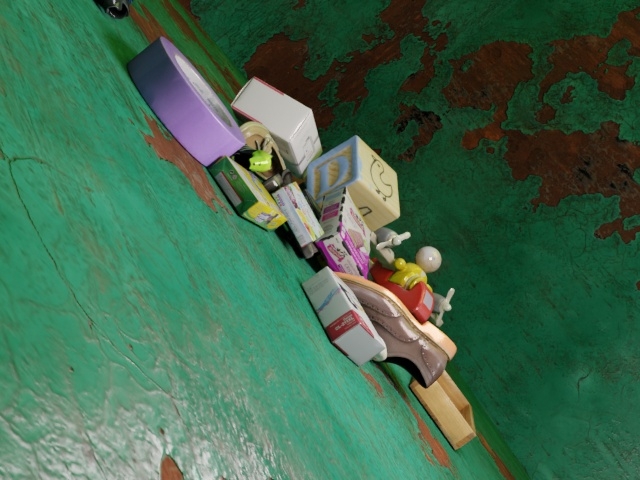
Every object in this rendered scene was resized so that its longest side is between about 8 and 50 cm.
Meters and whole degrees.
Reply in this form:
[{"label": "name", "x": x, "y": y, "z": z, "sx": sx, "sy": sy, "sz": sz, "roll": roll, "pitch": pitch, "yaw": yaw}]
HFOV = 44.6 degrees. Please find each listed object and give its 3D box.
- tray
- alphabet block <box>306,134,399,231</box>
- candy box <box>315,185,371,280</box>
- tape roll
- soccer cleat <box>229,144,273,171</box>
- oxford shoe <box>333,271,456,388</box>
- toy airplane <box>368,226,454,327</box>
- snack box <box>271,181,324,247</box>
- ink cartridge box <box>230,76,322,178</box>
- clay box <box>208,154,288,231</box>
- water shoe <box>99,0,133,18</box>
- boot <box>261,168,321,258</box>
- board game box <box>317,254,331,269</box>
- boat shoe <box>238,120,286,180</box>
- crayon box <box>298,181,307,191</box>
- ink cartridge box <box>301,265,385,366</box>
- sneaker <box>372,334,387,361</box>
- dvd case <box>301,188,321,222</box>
[{"label": "tray", "x": 0.346, "y": 0.445, "z": 2.214, "sx": 0.203, "sy": 0.076, "sz": 0.411, "roll": 54, "pitch": 6, "yaw": 7}, {"label": "alphabet block", "x": 0.092, "y": -0.144, "z": 2.244, "sx": 0.197, "sy": 0.193, "sz": 0.192, "roll": 38, "pitch": 38, "yaw": -36}, {"label": "candy box", "x": 0.062, "y": -0.009, "z": 1.972, "sx": 0.159, "sy": 0.071, "sz": 0.233, "roll": 59, "pitch": 21, "yaw": -27}, {"label": "tape roll", "x": -0.272, "y": -0.282, "z": 1.606, "sx": 0.275, "sy": 0.090, "sz": 0.275, "roll": 51, "pitch": 7, "yaw": -9}, {"label": "soccer cleat", "x": -0.178, "y": -0.185, "z": 1.741, "sx": 0.072, "sy": 0.060, "sz": 0.179, "roll": -5, "pitch": 14, "yaw": -38}, {"label": "oxford shoe", "x": 0.142, "y": 0.205, "z": 1.826, "sx": 0.363, "sy": 0.133, "sz": 0.130, "roll": 34, "pitch": -22, "yaw": 1}, {"label": "toy airplane", "x": 0.268, "y": 0.110, "z": 2.535, "sx": 0.384, "sy": 0.272, "sz": 0.386, "roll": 55, "pitch": 7, "yaw": 19}, {"label": "snack box", "x": -0.051, "y": -0.061, "z": 1.802, "sx": 0.141, "sy": 0.037, "sz": 0.100, "roll": 61, "pitch": 18, "yaw": -3}, {"label": "ink cartridge box", "x": -0.120, "y": -0.316, "z": 2.239, "sx": 0.207, "sy": 0.117, "sz": 0.283, "roll": 32, "pitch": -11, "yaw": 14}, {"label": "clay box", "x": -0.146, "y": -0.092, "z": 1.656, "sx": 0.127, "sy": 0.053, "sz": 0.222, "roll": 54, "pitch": 5, "yaw": 17}, {"label": "water shoe", "x": -0.466, "y": -0.539, "z": 1.770, "sx": 0.203, "sy": 0.072, "sz": 0.080, "roll": -88, "pitch": 167, "yaw": -80}, {"label": "boot", "x": -0.069, "y": -0.057, "z": 1.952, "sx": 0.229, "sy": 0.091, "sz": 0.263, "roll": 58, "pitch": 10, "yaw": -5}, {"label": "board game box", "x": 0.033, "y": 0.066, "z": 2.120, "sx": 0.092, "sy": 0.043, "sz": 0.181, "roll": 49, "pitch": 8, "yaw": -32}, {"label": "boat shoe", "x": -0.152, "y": -0.228, "z": 2.092, "sx": 0.089, "sy": 0.104, "sz": 0.285, "roll": 53, "pitch": 5, "yaw": 23}, {"label": "crayon box", "x": 0.002, "y": -0.073, "z": 2.458, "sx": 0.203, "sy": 0.083, "sz": 0.323, "roll": 54, "pitch": 6, "yaw": 5}, {"label": "ink cartridge box", "x": 0.046, "y": 0.156, "z": 1.622, "sx": 0.127, "sy": 0.072, "sz": 0.175, "roll": 46, "pitch": 10, "yaw": -47}, {"label": "sneaker", "x": 0.095, "y": 0.228, "z": 1.736, "sx": 0.161, "sy": 0.057, "sz": 0.075, "roll": 57, "pitch": 28, "yaw": -28}, {"label": "dvd case", "x": 0.029, "y": -0.011, "z": 2.114, "sx": 0.239, "sy": 0.029, "sz": 0.179, "roll": 53, "pitch": 7, "yaw": -35}]
